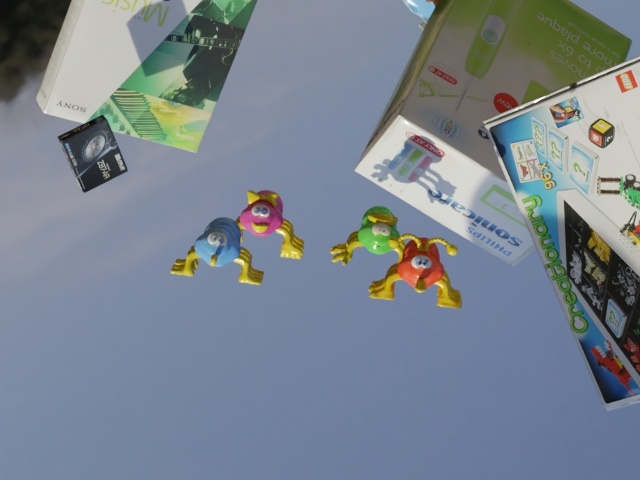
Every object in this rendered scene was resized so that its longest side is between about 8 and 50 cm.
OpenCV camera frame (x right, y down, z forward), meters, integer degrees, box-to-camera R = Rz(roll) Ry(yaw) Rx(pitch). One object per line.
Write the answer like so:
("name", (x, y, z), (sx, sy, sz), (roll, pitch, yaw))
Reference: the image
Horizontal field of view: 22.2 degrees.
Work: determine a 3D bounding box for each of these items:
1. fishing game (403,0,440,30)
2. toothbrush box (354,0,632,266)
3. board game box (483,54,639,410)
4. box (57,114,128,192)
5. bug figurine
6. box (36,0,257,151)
("fishing game", (0.157, -0.325, 2.070), (0.041, 0.264, 0.189), (-53, 165, -32))
("toothbrush box", (0.192, -0.148, 1.769), (0.122, 0.206, 0.283), (-50, -170, 54))
("board game box", (0.298, -0.009, 1.524), (0.193, 0.305, 0.053), (-21, -176, 33))
("box", (-0.294, -0.112, 2.108), (0.067, 0.083, 0.018), (-27, -146, -14))
("bug figurine", (0.000, 0.000, 1.583), (0.279, 0.072, 0.216), (6, -166, -3))
("box", (-0.219, -0.292, 2.189), (0.322, 0.232, 0.058), (-66, -151, 19))
